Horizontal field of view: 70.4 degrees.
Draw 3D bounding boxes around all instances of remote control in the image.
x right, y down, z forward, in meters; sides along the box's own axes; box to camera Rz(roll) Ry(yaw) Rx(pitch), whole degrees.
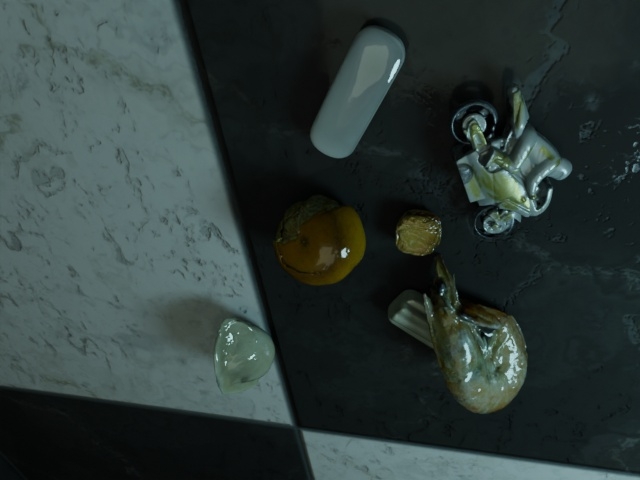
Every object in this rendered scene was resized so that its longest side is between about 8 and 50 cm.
[{"bbox_3d":[0.237,0.177,0.860,0.230,0.049,0.090,30,125,-8],"label":"remote control"}]

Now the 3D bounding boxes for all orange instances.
[{"bbox_3d":[0.000,0.000,0.757,0.157,0.134,0.156,-3,83,24],"label":"orange"}]

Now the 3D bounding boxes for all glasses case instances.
[{"bbox_3d":[0.047,-0.201,0.636,0.074,0.049,0.193,27,127,-4],"label":"glasses case"}]

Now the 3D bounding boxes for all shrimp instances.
[{"bbox_3d":[0.274,0.162,0.800,0.168,0.077,0.317,-24,103,-13],"label":"shrimp"}]

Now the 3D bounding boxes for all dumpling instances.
[{"bbox_3d":[-0.174,0.254,0.973,0.181,0.155,0.111,39,151,-25],"label":"dumpling"}]

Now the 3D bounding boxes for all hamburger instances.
[{"bbox_3d":[0.161,-0.013,0.747,0.076,0.044,0.083,14,126,8],"label":"hamburger"}]

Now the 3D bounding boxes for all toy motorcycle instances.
[{"bbox_3d":[0.266,-0.103,0.633,0.151,0.074,0.228,-12,120,20],"label":"toy motorcycle"}]
